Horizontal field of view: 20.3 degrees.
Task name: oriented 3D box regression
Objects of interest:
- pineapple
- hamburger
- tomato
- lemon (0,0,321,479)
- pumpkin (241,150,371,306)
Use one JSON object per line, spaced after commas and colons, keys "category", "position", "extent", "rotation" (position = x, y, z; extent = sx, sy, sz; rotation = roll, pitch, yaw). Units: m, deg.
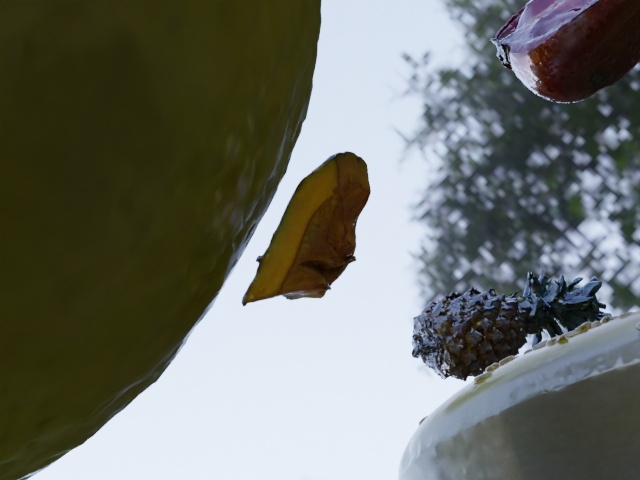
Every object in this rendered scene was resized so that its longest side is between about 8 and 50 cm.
{"category": "pineapple", "position": [0.177, 0.082, 1.677], "extent": [0.221, 0.103, 0.083], "rotation": [-11, -71, -33]}
{"category": "hamburger", "position": [0.186, 0.112, 0.940], "extent": [0.295, 0.151, 0.227], "rotation": [-14, -34, 12]}
{"category": "tomato", "position": [0.249, -0.188, 1.613], "extent": [0.173, 0.189, 0.099], "rotation": [-33, -75, 2]}
{"category": "lemon", "position": [-0.165, -0.061, 0.571], "extent": [0.364, 0.364, 0.364], "rotation": [-18, -49, -22]}
{"category": "pumpkin", "position": [0.000, -0.001, 1.003], "extent": [0.101, 0.035, 0.073], "rotation": [-63, -25, 5]}
